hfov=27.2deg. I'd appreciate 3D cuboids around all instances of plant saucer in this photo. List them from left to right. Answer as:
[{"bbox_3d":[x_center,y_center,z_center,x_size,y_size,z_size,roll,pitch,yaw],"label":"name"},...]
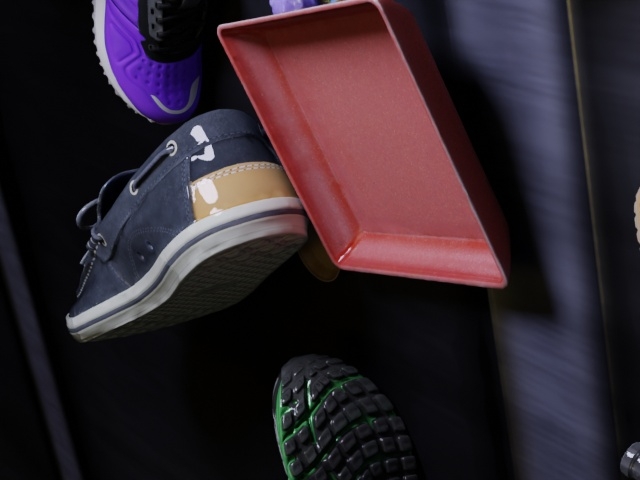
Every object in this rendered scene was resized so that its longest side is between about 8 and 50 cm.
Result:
[{"bbox_3d":[0.000,0.000,1.322,0.083,0.015,0.083,38,140,41],"label":"plant saucer"},{"bbox_3d":[0.043,-0.087,1.118,0.259,0.048,0.258,6,127,59],"label":"plant saucer"}]

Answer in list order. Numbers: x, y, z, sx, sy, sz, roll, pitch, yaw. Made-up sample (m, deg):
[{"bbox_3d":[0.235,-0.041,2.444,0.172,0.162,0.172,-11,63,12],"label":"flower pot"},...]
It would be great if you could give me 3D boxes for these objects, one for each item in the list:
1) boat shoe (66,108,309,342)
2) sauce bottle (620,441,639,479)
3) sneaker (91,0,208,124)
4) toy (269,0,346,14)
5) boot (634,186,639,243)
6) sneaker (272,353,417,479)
[{"bbox_3d":[-0.162,0.000,1.432,0.500,0.187,0.156,-37,69,60],"label":"boat shoe"},{"bbox_3d":[0.250,0.172,0.856,0.128,0.042,0.042,29,134,45],"label":"sauce bottle"},{"bbox_3d":[-0.159,-0.245,1.326,0.146,0.102,0.293,25,131,49],"label":"sneaker"},{"bbox_3d":[-0.032,-0.255,1.157,0.137,0.056,0.237,-1,109,61],"label":"toy"},{"bbox_3d":[0.315,0.022,0.763,0.207,0.090,0.248,-44,66,40],"label":"boot"},{"bbox_3d":[0.024,0.280,1.357,0.146,0.134,0.343,-6,105,61],"label":"sneaker"}]
